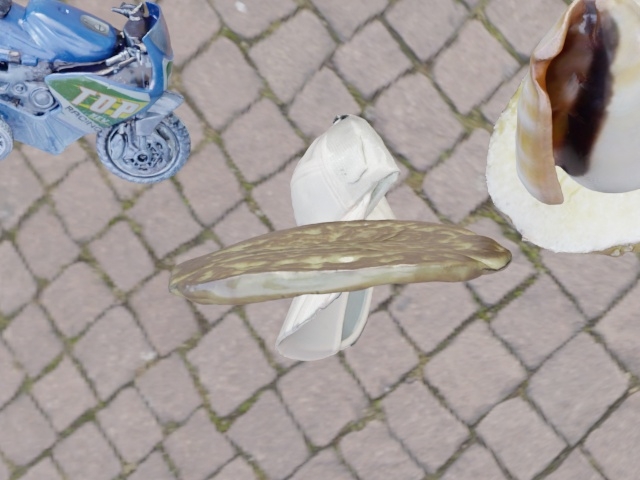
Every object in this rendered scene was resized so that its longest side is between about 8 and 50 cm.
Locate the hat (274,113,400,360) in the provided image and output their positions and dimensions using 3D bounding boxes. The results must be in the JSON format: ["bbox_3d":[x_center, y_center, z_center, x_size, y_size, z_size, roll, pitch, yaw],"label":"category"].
[{"bbox_3d":[0.000,0.000,1.232,0.164,0.219,0.226,41,78,17],"label":"hat"}]

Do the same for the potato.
[{"bbox_3d":[0.305,-0.100,1.128,0.299,0.116,0.239,-51,47,11],"label":"potato"}]

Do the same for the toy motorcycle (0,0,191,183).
[{"bbox_3d":[-0.190,-0.124,0.816,0.135,0.254,0.092,-54,26,32],"label":"toy motorcycle"}]

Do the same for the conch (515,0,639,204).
[{"bbox_3d":[0.153,-0.074,0.662,0.104,0.176,0.094,-12,84,10],"label":"conch"}]

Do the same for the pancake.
[{"bbox_3d":[0.014,0.012,0.898,0.250,0.250,0.031,-3,98,20],"label":"pancake"}]
